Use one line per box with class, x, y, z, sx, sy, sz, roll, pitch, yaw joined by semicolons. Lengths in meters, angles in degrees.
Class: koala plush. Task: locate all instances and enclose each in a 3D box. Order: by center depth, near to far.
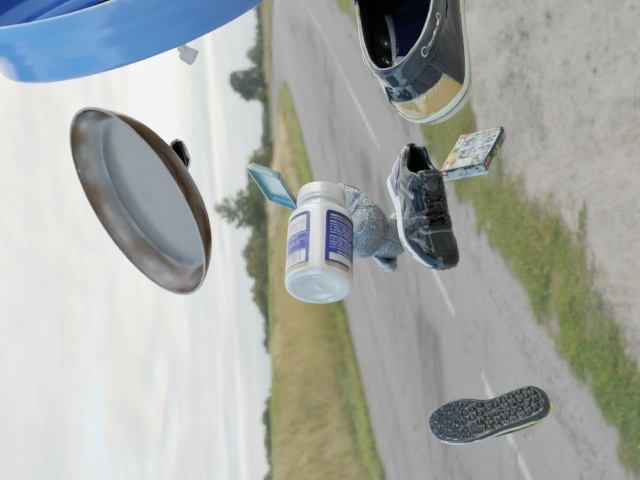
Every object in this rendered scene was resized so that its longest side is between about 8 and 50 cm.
koala plush;0.133;-0.015;2.051;0.203;0.221;0.196;17;84;57

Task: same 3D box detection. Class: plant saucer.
plant saucer;-0.257;-0.062;1.206;0.310;0.050;0.311;31;141;29
plant saucer;-0.085;-0.099;1.538;0.192;0.067;0.018;61;-129;-71

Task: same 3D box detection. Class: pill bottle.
pill bottle;0.000;0.000;1.372;0.112;0.112;0.187;90;-178;-58

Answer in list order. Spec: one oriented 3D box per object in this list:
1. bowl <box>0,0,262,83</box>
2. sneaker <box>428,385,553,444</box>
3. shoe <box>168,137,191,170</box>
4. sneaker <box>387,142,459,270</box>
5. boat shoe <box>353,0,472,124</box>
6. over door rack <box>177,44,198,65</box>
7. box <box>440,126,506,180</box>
bowl;-0.226;-0.303;0.998;0.391;0.391;0.077;-97;-10;-59
sneaker;0.320;0.339;1.529;0.097;0.234;0.084;69;-169;-58
shoe;-0.316;-0.126;1.739;0.081;0.063;0.178;-34;53;56
sneaker;0.207;-0.075;1.641;0.124;0.107;0.283;103;154;-49
boat shoe;0.138;-0.425;1.362;0.156;0.186;0.500;28;-132;-44
over door rack;-0.313;-0.520;1.556;0.108;0.324;0.240;13;79;53
box;0.299;-0.170;1.599;0.027;0.094;0.137;61;-140;-25
